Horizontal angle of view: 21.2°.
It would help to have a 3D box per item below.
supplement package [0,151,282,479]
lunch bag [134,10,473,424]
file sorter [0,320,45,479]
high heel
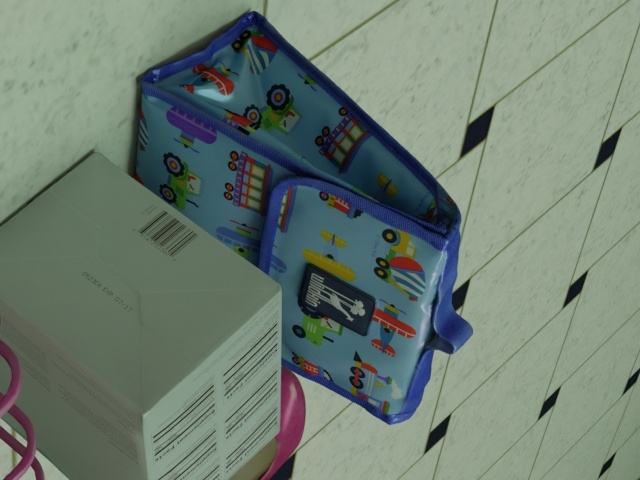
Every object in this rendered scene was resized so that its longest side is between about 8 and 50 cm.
[{"bbox_3d":[-0.146,0.085,1.298,0.149,0.194,0.203,-41,155,-28],"label":"supplement package"},{"bbox_3d":[0.000,0.000,1.339,0.138,0.293,0.221,-37,151,-37],"label":"lunch bag"},{"bbox_3d":[-0.297,0.098,1.034,0.202,0.182,0.291,-44,155,-25],"label":"file sorter"},{"bbox_3d":[-0.092,0.231,1.761,0.117,0.082,0.244,-44,170,-48],"label":"high heel"}]
